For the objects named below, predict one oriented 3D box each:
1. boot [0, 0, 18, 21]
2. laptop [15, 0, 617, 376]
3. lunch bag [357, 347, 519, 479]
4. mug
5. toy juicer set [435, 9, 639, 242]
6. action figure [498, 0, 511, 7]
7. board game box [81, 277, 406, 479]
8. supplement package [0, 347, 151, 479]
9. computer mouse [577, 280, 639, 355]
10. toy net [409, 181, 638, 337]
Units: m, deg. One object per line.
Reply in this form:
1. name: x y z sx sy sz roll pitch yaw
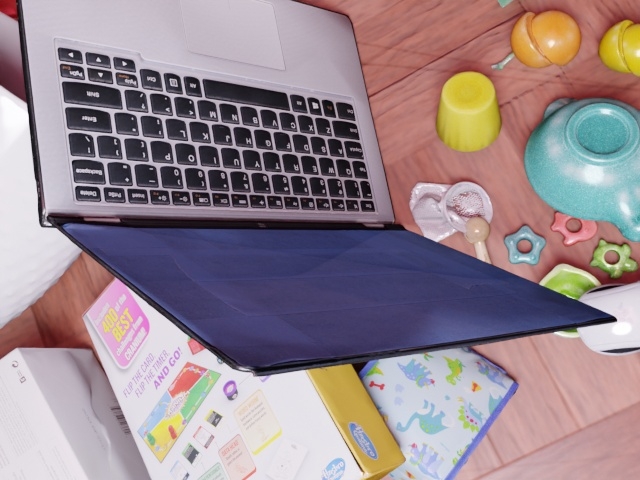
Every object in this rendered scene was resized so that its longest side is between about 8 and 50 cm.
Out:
1. boot: -0.441 -0.281 0.919 0.244 0.088 0.176 0 80 5
2. laptop: -0.006 -0.095 0.602 0.236 0.382 0.407 -24 72 46
3. lunch bag: 0.103 0.157 0.716 0.129 0.096 0.151 36 61 16
4. mug: -0.417 -0.074 0.751 0.374 0.276 0.328 36 102 -21
5. toy juicer set: 0.295 -0.110 0.724 0.329 0.089 0.209 37 77 24
6. action figure: 0.192 -0.380 0.799 0.137 0.063 0.232 -33 79 8
7. board game box: -0.094 0.134 0.710 0.242 0.064 0.316 -44 64 28
8. supplement package: -0.307 0.248 0.764 0.203 0.149 0.194 -36 75 5
9. computer mouse: 0.333 0.066 0.676 0.193 0.042 0.106 -8 79 -7
10. toy net: 0.196 -0.006 0.744 0.232 0.045 0.122 36 90 16
